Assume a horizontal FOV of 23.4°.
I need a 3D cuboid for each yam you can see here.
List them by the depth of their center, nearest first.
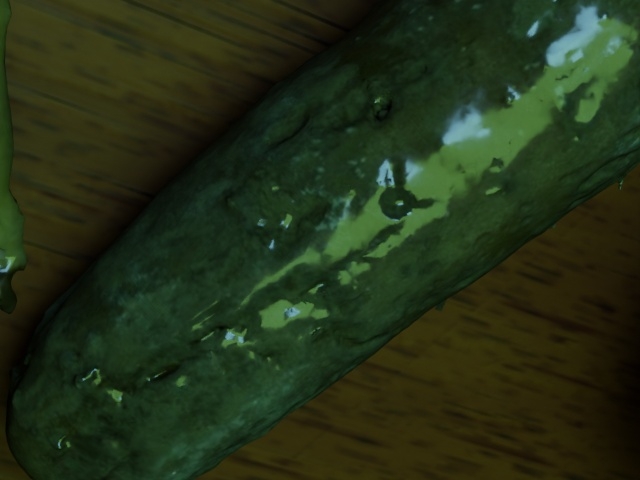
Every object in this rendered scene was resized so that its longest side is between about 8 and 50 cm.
[{"bbox_3d":[0.000,0.000,0.687,0.330,0.133,0.133,-40,116,0],"label":"yam"}]

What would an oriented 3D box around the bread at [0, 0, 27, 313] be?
[{"bbox_3d":[-0.229,-0.045,0.566,0.262,0.163,0.204,-22,121,-60],"label":"bread"}]
